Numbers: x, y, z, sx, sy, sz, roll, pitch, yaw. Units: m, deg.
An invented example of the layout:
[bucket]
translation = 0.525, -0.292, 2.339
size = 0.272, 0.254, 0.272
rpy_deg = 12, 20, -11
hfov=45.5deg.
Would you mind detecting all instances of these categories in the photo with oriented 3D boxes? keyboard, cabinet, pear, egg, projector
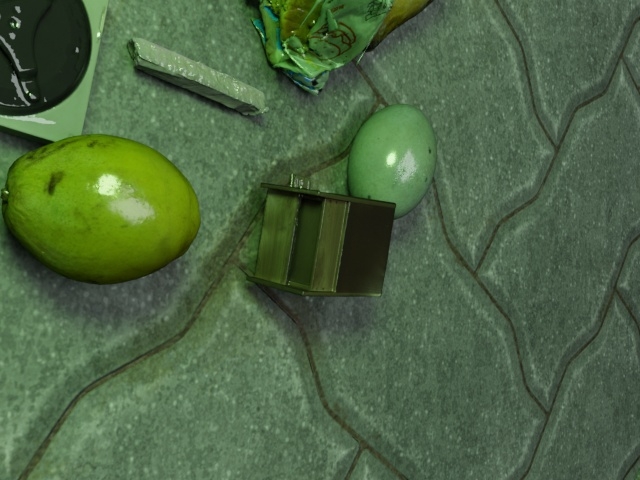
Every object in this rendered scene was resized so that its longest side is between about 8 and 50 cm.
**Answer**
[keyboard]
translation = -0.041, -0.057, 1.413
size = 0.049, 0.015, 0.129
rpy_deg = 11, 82, -48
[cabinet]
translation = 0.000, 0.000, 1.338
size = 0.215, 0.148, 0.174
rpy_deg = 4, 96, -50
[pear]
translation = -0.296, -0.042, 1.046
size = 0.269, 0.212, 0.212
rpy_deg = 6, 86, -35
[egg]
translation = 0.138, -0.152, 1.475
size = 0.169, 0.169, 0.236
rpy_deg = 32, 68, -38
[projector]
translation = -0.422, -0.280, 1.014
size = 0.259, 0.079, 0.257
rpy_deg = 15, 80, -40

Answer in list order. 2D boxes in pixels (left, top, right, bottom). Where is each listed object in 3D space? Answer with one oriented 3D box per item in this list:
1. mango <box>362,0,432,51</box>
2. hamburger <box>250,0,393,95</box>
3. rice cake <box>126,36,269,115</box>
[mango]
translation = 0.145, -0.524, 1.504
size = 0.329, 0.175, 0.176
rpy_deg = -42, 94, -13
[hamburger]
translation = 0.008, -0.394, 1.315
size = 0.260, 0.150, 0.276
rpy_deg = -34, 138, 7
[rice cake]
translation = -0.196, -0.263, 1.244
size = 0.270, 0.055, 0.049
rpy_deg = 16, 68, -41
